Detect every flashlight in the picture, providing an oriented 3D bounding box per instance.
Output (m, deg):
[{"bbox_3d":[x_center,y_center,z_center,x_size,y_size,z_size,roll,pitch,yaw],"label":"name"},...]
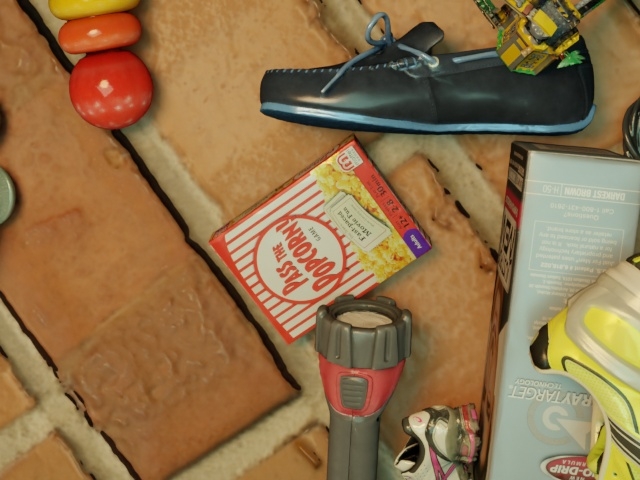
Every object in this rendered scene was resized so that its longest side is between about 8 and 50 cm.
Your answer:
[{"bbox_3d":[0.039,0.213,1.171,0.103,0.103,0.304,-10,113,-29],"label":"flashlight"}]

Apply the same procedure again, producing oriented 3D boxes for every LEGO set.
[{"bbox_3d":[0.212,-0.338,1.004,0.255,0.192,0.331,-27,85,-15],"label":"LEGO set"}]

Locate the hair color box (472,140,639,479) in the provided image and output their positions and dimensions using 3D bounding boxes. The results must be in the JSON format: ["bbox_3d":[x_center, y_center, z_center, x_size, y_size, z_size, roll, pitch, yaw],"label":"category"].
[{"bbox_3d":[0.232,0.094,1.100,0.114,0.185,0.374,6,98,5],"label":"hair color box"}]

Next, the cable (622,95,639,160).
[{"bbox_3d":[0.407,-0.099,1.129,0.184,0.047,0.150,-2,92,10],"label":"cable"}]

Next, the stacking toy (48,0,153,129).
[{"bbox_3d":[-0.243,-0.280,1.140,0.141,0.141,0.330,-8,100,8],"label":"stacking toy"}]

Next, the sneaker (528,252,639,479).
[{"bbox_3d":[0.322,0.205,0.961,0.147,0.145,0.384,-30,87,9],"label":"sneaker"}]

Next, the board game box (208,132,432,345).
[{"bbox_3d":[0.000,0.000,1.177,0.193,0.045,0.147,-35,102,11],"label":"board game box"}]

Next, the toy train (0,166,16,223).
[{"bbox_3d":[-0.458,-0.124,1.187,0.190,0.142,0.334,-6,97,17],"label":"toy train"}]

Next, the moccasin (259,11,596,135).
[{"bbox_3d":[0.108,-0.169,1.124,0.342,0.138,0.117,1,94,-7],"label":"moccasin"}]

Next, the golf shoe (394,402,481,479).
[{"bbox_3d":[0.120,0.238,1.163,0.086,0.067,0.186,-2,132,-2],"label":"golf shoe"}]
